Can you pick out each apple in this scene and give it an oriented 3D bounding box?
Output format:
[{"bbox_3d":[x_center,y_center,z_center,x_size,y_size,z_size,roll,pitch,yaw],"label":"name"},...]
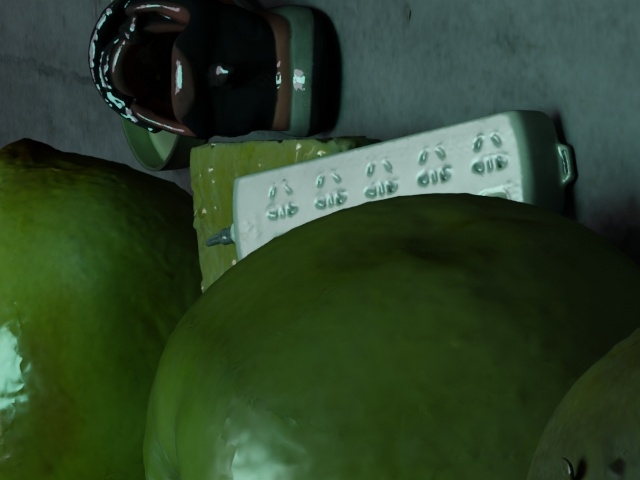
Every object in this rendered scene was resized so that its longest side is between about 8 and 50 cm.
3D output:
[{"bbox_3d":[0.048,0.123,0.867,0.292,0.254,0.291,180,90,-74],"label":"apple"}]

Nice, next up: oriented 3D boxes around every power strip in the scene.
[{"bbox_3d":[0.026,-0.021,1.024,0.253,0.027,0.060,-12,79,37],"label":"power strip"}]

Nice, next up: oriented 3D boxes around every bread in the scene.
[{"bbox_3d":[0.000,0.000,1.157,0.196,0.102,0.138,2,99,62],"label":"bread"}]

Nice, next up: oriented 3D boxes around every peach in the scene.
[{"bbox_3d":[-0.179,0.099,1.352,0.281,0.314,0.315,-29,-45,-84],"label":"peach"}]

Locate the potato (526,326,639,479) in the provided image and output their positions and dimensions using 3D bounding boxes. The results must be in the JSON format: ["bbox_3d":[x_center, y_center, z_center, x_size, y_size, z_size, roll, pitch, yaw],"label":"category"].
[{"bbox_3d":[0.187,0.102,0.620,0.296,0.141,0.191,-17,68,43],"label":"potato"}]

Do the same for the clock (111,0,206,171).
[{"bbox_3d":[-0.137,-0.176,1.550,0.235,0.029,0.235,175,90,-68],"label":"clock"}]

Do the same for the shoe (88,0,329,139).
[{"bbox_3d":[-0.104,-0.130,1.329,0.291,0.137,0.114,27,120,60],"label":"shoe"}]
